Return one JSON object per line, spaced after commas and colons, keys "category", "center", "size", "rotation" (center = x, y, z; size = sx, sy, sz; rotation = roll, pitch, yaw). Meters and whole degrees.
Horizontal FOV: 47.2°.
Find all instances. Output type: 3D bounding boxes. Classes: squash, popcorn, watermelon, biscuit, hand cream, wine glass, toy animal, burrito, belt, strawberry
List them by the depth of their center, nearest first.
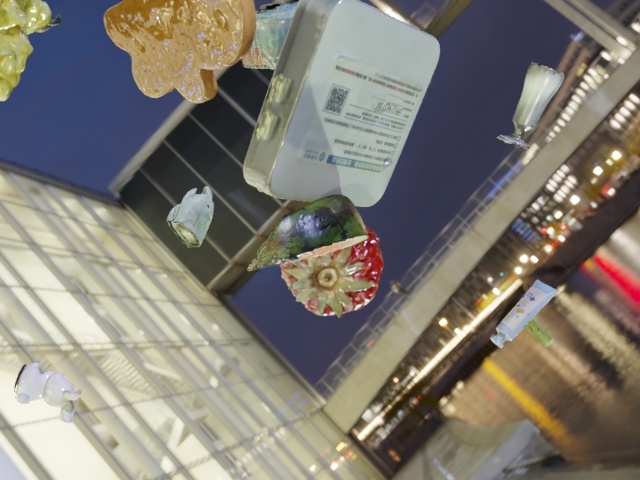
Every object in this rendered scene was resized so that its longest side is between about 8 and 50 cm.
{"category": "watermelon", "center": [-0.004, -0.004, 0.967], "size": [0.119, 0.063, 0.245], "rotation": [-37, -10, 27]}
{"category": "burrito", "center": [-0.206, -0.047, 1.208], "size": [0.074, 0.044, 0.118], "rotation": [59, -144, -34]}
{"category": "popcorn", "center": [-0.616, -0.372, 1.275], "size": [0.293, 0.293, 0.237], "rotation": [-44, -50, -7]}
{"category": "biscuit", "center": [-0.244, -0.380, 1.278], "size": [0.355, 0.275, 0.052], "rotation": [-19, 17, 45]}
{"category": "toy animal", "center": [-0.504, 0.279, 1.367], "size": [0.085, 0.124, 0.071], "rotation": [-90, 16, -71]}
{"category": "wine glass", "center": [0.398, -0.254, 1.394], "size": [0.072, 0.072, 0.155], "rotation": [-13, -53, -65]}
{"category": "strawberry", "center": [0.028, 0.028, 1.456], "size": [0.205, 0.205, 0.244], "rotation": [-53, 6, 25]}
{"category": "hand cream", "center": [0.429, 0.156, 1.562], "size": [0.171, 0.065, 0.043], "rotation": [-47, -52, -5]}
{"category": "squash", "center": [0.494, 0.205, 1.674], "size": [0.027, 0.083, 0.027], "rotation": [-47, -2, -2]}
{"category": "belt", "center": [-0.087, -0.487, 1.727], "size": [0.207, 0.257, 0.150], "rotation": [-28, -64, -30]}

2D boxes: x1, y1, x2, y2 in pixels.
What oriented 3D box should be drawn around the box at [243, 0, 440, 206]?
{"category": "box", "center": [0.050, -0.264, 1.470], "size": [0.396, 0.111, 0.397], "rotation": [3, -67, -51]}
